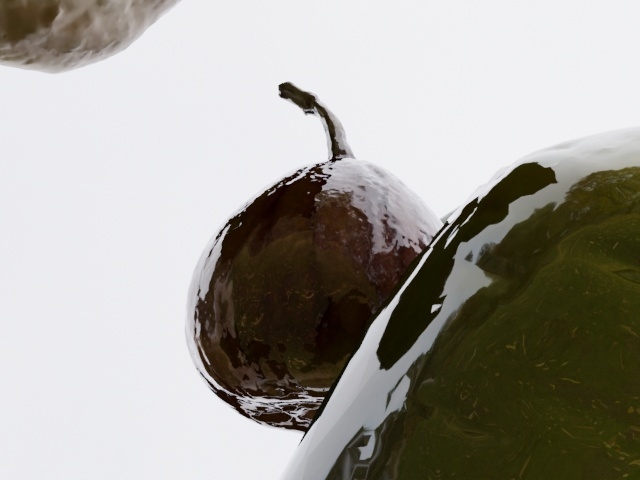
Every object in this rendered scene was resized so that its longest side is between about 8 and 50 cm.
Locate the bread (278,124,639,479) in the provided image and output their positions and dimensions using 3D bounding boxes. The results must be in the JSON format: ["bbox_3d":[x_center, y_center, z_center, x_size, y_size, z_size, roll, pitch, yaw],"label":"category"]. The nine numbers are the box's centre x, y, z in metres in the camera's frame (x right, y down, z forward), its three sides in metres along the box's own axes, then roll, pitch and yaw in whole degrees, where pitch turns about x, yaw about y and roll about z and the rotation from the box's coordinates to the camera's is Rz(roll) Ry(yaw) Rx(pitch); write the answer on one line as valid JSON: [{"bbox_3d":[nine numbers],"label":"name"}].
[{"bbox_3d":[0.074,0.140,0.590,0.208,0.251,0.376,26,-98,14],"label":"bread"}]

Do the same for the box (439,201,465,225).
[{"bbox_3d":[0.069,0.053,1.323,0.032,0.220,0.122,27,-53,29],"label":"box"}]

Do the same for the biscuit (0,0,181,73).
[{"bbox_3d":[-0.162,-0.307,1.053,0.104,0.446,0.429,23,-94,32],"label":"biscuit"}]

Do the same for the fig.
[{"bbox_3d":[0.013,0.024,0.874,0.148,0.202,0.149,2,-55,32],"label":"fig"}]
